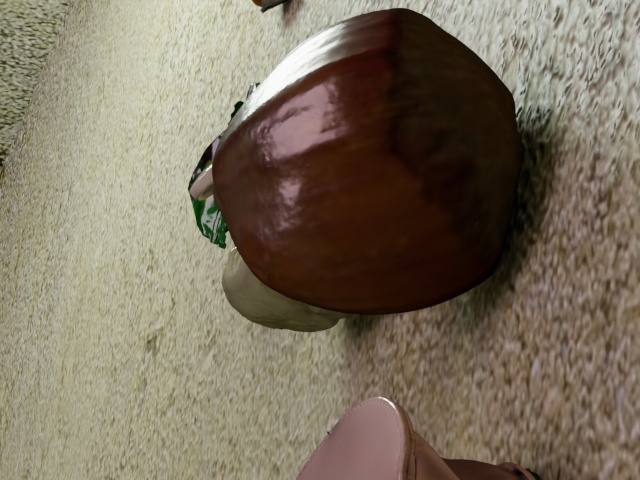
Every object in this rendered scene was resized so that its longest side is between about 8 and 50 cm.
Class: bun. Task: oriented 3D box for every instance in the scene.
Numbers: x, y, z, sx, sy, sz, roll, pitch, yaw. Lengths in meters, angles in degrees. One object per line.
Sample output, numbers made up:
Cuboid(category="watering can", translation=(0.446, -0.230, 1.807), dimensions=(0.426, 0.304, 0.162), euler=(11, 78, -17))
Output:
Cuboid(category="bun", translation=(0.000, 0.000, 1.529), dimensions=(0.164, 0.111, 0.188), euler=(-61, 6, -32))

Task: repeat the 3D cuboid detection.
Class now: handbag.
Cuboid(category="handbag", translation=(0.050, 0.197, 1.115), dimensions=(0.179, 0.116, 0.205), euler=(-92, 25, -48))

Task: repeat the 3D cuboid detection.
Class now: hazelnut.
Cuboid(category="hazelnut", translation=(0.032, -0.057, 1.303), dimensions=(0.186, 0.210, 0.210), euler=(120, 160, -52))

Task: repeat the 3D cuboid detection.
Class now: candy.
Cuboid(category="candy", translation=(-0.078, -0.070, 1.916), dimensions=(0.141, 0.078, 0.203), euler=(-59, 6, 9))

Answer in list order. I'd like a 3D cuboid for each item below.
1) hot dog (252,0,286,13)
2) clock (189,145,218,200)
Cuboid(category="hot dog", translation=(-0.051, -0.325, 2.121), dimensions=(0.191, 0.059, 0.108), euler=(-98, 24, -52))
Cuboid(category="clock", translation=(-0.009, -0.100, 1.605), dimensions=(0.229, 0.063, 0.155), euler=(-43, -4, -14))
